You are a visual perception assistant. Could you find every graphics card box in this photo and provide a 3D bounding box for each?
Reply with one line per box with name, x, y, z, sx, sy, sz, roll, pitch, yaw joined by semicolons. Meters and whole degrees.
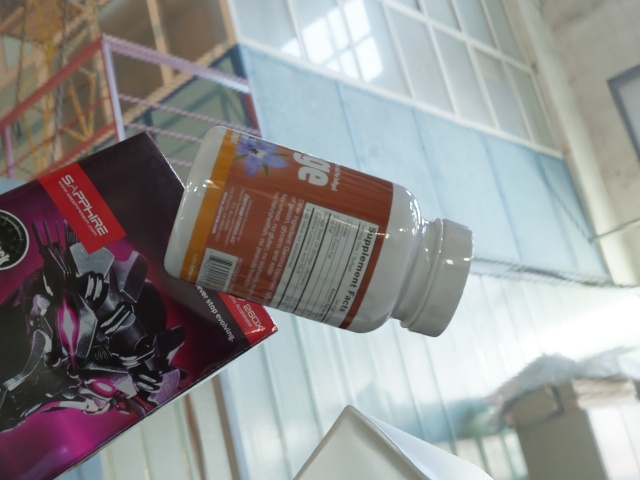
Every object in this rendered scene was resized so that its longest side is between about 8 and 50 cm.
graphics card box;-0.241;0.077;0.822;0.371;0.233;0.094;-30;-4;-36

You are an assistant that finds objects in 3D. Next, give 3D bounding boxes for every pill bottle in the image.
pill bottle;0.000;0.000;0.738;0.216;0.121;0.121;18;-24;-6

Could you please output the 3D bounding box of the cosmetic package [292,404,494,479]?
cosmetic package;0.098;0.468;1.092;0.393;0.327;0.329;-54;-44;2
